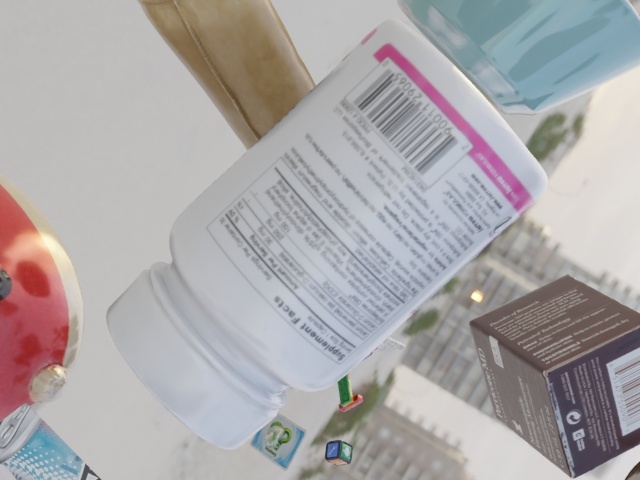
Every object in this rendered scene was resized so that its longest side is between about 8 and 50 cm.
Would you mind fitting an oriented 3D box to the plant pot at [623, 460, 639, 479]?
[{"bbox_3d":[0.337,0.332,1.053,0.229,0.263,0.263,-52,-176,46],"label":"plant pot"}]

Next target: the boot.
[{"bbox_3d":[-0.011,-0.101,0.910,0.236,0.269,0.089,1,-139,46],"label":"boot"}]

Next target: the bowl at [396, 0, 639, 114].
[{"bbox_3d":[0.202,-0.256,1.261,0.163,0.311,0.311,-45,-178,9],"label":"bowl"}]

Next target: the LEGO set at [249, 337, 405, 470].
[{"bbox_3d":[-0.017,0.163,1.288,0.244,0.060,0.182,23,-97,51],"label":"LEGO set"}]

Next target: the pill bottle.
[{"bbox_3d":[0.000,0.000,0.781,0.283,0.160,0.160,-42,-179,6],"label":"pill bottle"}]

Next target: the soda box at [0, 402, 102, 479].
[{"bbox_3d":[-0.129,0.181,0.639,0.063,0.183,0.058,-39,165,-36],"label":"soda box"}]

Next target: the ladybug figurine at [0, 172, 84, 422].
[{"bbox_3d":[-0.453,0.034,1.215,0.305,0.449,0.162,-59,165,-8],"label":"ladybug figurine"}]

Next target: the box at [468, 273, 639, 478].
[{"bbox_3d":[0.331,0.175,1.515,0.167,0.168,0.203,-24,-158,-14],"label":"box"}]
